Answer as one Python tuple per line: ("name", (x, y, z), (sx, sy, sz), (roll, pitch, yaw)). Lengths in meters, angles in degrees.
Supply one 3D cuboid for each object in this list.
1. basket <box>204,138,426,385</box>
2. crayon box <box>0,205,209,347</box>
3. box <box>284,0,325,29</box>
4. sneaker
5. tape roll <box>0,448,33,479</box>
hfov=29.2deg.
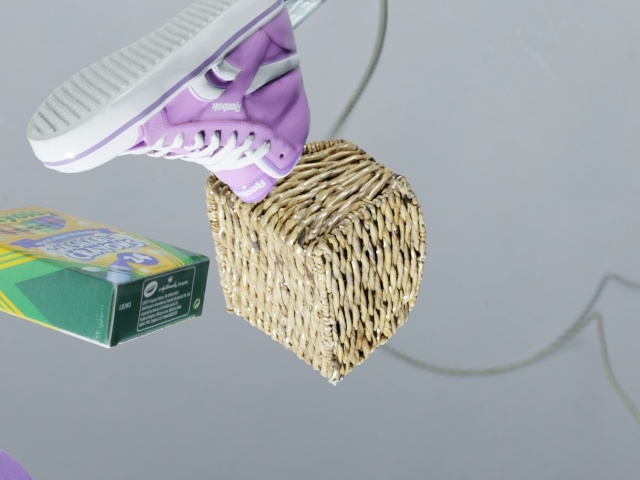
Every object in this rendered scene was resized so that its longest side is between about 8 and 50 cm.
("basket", (0.000, 0.000, 1.668), (0.213, 0.223, 0.299), (-40, 145, -27))
("crayon box", (-0.326, 0.030, 1.491), (0.323, 0.203, 0.083), (15, 104, 23))
("box", (-0.035, -0.373, 1.550), (0.051, 0.175, 0.220), (3, 155, -36))
("sneaker", (-0.091, -0.083, 0.933), (0.102, 0.282, 0.161), (-1, 118, 38))
("tape roll", (-0.344, 0.311, 1.070), (0.090, 0.275, 0.275), (-12, 121, 27))
